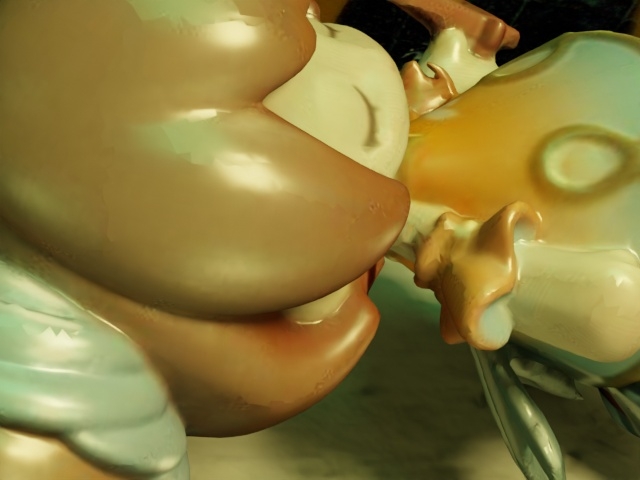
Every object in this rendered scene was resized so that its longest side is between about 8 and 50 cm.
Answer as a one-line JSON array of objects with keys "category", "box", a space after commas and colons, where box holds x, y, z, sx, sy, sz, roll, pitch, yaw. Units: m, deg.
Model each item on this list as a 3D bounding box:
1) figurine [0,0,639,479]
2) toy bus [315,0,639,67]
[{"category": "figurine", "box": [0.000, -0.002, 0.698, 0.388, 0.248, 0.277, 10, 32, -28]}, {"category": "toy bus", "box": [0.113, -0.182, 0.988, 0.323, 0.194, 0.162, 9, 61, -11]}]
